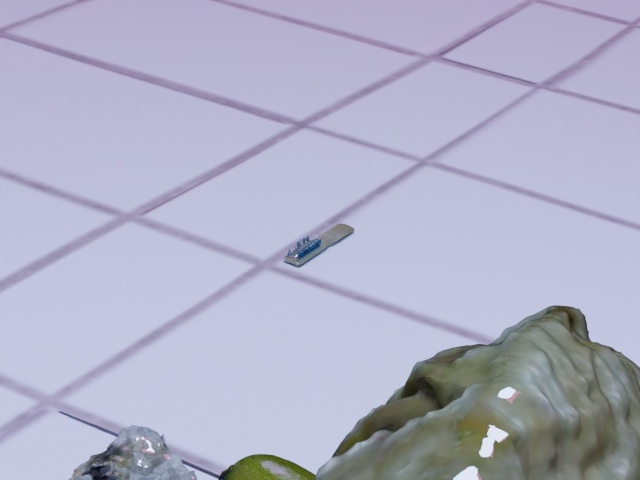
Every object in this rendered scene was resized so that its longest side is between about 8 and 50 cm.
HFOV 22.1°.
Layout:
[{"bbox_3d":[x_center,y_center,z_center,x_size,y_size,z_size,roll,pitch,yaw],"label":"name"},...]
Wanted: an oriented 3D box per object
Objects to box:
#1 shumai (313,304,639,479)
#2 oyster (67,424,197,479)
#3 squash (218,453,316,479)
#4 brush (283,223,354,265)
[{"bbox_3d":[0.016,0.207,0.633,0.288,0.292,0.330,-19,3,29],"label":"shumai"},{"bbox_3d":[-0.100,0.168,0.885,0.125,0.064,0.177,-9,31,-33],"label":"oyster"},{"bbox_3d":[0.016,0.167,0.913,0.183,0.052,0.052,22,31,34],"label":"squash"},{"bbox_3d":[0.000,0.000,1.290,0.016,0.013,0.084,17,28,29],"label":"brush"}]
